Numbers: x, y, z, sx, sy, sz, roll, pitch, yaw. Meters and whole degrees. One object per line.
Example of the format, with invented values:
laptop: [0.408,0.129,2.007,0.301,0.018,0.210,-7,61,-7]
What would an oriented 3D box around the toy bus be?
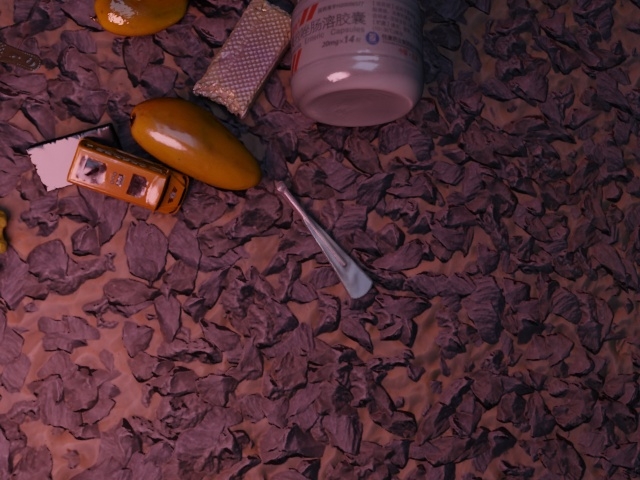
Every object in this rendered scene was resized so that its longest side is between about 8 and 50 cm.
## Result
toy bus: [-0.329,-0.105,0.869,0.194,0.088,0.083,19,99,-25]

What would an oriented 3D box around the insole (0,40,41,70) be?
insole: [-0.579,-0.340,0.909,0.135,0.002,0.045,17,82,-10]

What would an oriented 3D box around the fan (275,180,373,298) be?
fan: [0.000,0.000,0.988,0.057,0.023,0.282,-41,94,-4]

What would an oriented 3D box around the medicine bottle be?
medicine bottle: [0.066,-0.390,0.927,0.245,0.245,0.306,1,83,-12]

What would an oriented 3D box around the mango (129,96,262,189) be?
mango: [-0.218,-0.174,0.908,0.253,0.138,0.113,27,120,-20]

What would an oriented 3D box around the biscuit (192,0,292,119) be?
biscuit: [-0.141,-0.354,0.975,0.108,0.062,0.239,30,78,-6]

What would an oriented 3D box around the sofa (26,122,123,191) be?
sofa: [-0.433,-0.150,0.899,0.147,0.060,0.085,-21,113,-13]

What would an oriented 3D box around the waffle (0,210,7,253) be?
waffle: [-0.690,-0.026,0.826,0.312,0.060,0.307,-11,89,-13]

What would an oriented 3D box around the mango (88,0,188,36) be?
mango: [-0.338,-0.438,0.942,0.187,0.066,0.101,-15,89,-21]
